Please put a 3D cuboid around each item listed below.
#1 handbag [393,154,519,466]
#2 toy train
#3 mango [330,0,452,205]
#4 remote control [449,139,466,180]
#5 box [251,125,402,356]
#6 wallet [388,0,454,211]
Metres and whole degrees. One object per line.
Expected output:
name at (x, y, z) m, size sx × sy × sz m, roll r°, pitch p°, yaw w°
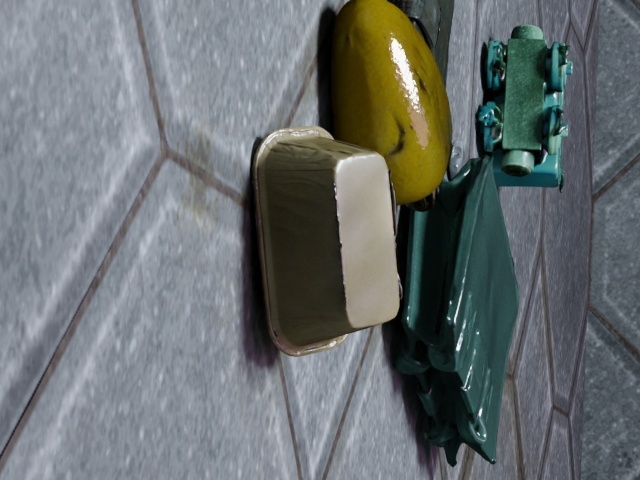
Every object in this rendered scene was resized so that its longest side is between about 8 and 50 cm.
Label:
handbag at (0.148, 0.078, 2.027) m, size 0.326 × 0.089 × 0.238 m, roll 72°, pitch 25°, yaw -55°
toy train at (0.266, -0.168, 2.421) m, size 0.163 × 0.112 × 0.203 m, roll 68°, pitch 27°, yaw -70°
mango at (0.059, -0.124, 1.650) m, size 0.137 × 0.098 × 0.195 m, roll -64°, pitch 147°, yaw -50°
remote control at (0.179, -0.044, 2.247) m, size 0.184 × 0.027 × 0.050 m, roll 73°, pitch 23°, yaw -49°
box at (0.000, 0.000, 1.449) m, size 0.111 × 0.111 × 0.177 m, roll -23°, pitch 110°, yaw -74°
wallet at (0.104, -0.200, 1.914) m, size 0.169 × 0.044 × 0.317 m, roll 67°, pitch 27°, yaw -54°
